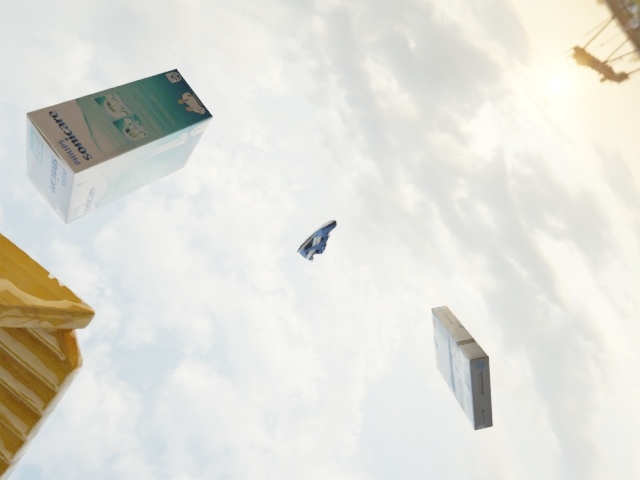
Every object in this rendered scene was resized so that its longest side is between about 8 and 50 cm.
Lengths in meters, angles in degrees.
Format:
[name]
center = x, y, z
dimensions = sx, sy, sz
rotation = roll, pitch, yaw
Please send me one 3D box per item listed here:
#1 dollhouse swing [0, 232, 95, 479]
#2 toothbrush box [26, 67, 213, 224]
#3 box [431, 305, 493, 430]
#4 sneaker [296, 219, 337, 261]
[dollhouse swing]
center = -0.492, 0.146, 0.387
dimensions = 0.315, 0.347, 0.305
rotation = 36, -176, 6
[toothbrush box]
center = -0.388, -0.184, 0.823
dimensions = 0.126, 0.216, 0.295
rotation = 52, -128, -4
[box]
center = 0.259, 0.228, 0.785
dimensions = 0.186, 0.038, 0.145
rotation = -110, 9, -72
[sneaker]
center = 0.000, 0.000, 1.141
dimensions = 0.059, 0.144, 0.053
rotation = 46, -157, -4
